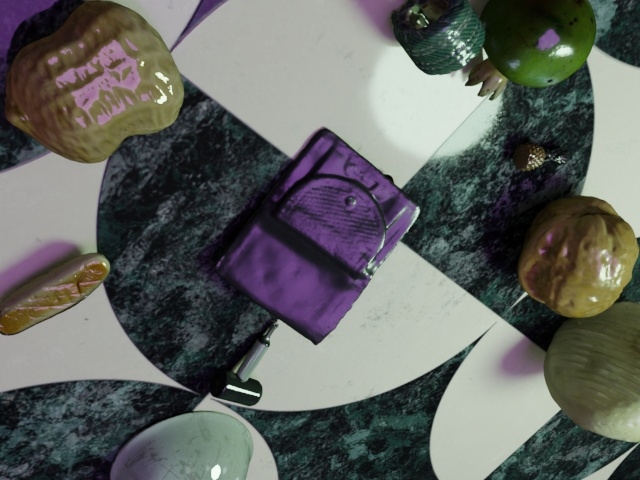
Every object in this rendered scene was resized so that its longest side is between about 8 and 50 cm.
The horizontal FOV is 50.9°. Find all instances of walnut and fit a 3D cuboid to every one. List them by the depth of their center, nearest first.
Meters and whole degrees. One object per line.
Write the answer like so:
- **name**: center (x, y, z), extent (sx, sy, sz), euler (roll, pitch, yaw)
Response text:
- **walnut**: center (0.523, 0.039, 1.387), extent (0.257, 0.224, 0.257), euler (-9, 130, -11)

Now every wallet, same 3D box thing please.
- **wallet**: center (0.000, 0.000, 1.180), extent (0.247, 0.041, 0.323), euler (37, 101, -11)

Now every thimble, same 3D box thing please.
- **thimble**: center (0.181, -0.325, 1.033), extent (0.118, 0.135, 0.090), euler (-39, 129, 10)

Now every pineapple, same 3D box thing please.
- **pineapple**: center (0.436, -0.162, 1.320), extent (0.124, 0.058, 0.058), euler (-1, 123, -30)

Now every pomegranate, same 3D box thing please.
- **pomegranate**: center (0.329, -0.321, 1.094), extent (0.187, 0.187, 0.225), euler (11, 144, -30)

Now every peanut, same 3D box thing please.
- **peanut**: center (-0.309, -0.205, 0.910), extent (0.233, 0.110, 0.197), euler (-32, 130, -3)

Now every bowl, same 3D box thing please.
- **bowl**: center (-0.272, 0.522, 1.410), extent (0.313, 0.146, 0.313), euler (-12, 128, -16)

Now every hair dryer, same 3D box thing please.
- **hair dryer**: center (-0.131, 0.242, 1.345), extent (0.100, 0.057, 0.198), euler (24, 105, -37)

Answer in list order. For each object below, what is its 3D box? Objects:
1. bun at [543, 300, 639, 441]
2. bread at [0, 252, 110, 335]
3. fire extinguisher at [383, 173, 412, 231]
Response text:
- **bun**: center (0.702, 0.319, 1.597), extent (0.326, 0.362, 0.235), euler (-4, 129, 23)
- **bread**: center (-0.433, 0.083, 1.089), extent (0.214, 0.053, 0.073), euler (-31, 126, 2)
- **fire extinguisher**: center (0.132, -0.061, 1.257), extent (0.056, 0.039, 0.132), euler (-5, 133, 19)
